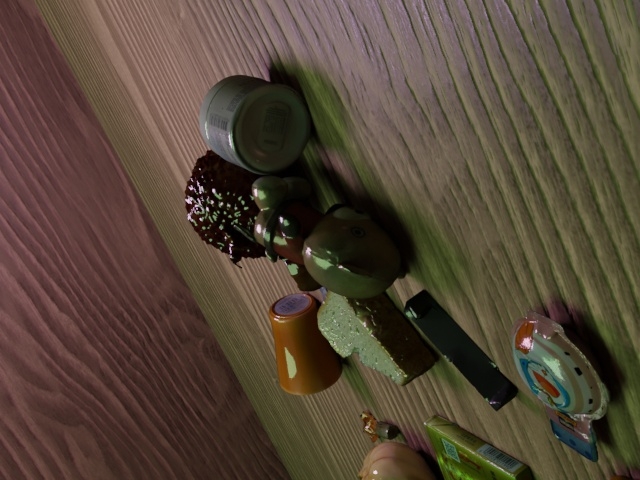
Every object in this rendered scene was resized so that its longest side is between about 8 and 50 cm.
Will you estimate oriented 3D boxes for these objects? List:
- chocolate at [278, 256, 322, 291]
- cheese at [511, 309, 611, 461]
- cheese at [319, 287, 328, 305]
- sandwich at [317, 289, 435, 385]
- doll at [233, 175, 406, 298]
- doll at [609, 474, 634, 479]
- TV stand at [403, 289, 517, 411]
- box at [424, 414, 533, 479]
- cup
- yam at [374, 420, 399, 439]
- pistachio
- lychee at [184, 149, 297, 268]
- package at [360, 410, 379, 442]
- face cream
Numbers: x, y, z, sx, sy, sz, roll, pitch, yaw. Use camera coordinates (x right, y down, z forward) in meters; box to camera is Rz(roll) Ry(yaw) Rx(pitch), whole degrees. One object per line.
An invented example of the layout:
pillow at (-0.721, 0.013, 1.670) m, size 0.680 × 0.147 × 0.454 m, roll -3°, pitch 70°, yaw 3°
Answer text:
chocolate at (-0.029, 0.055, 1.813) m, size 0.127 × 0.124 × 0.133 m, roll 17°, pitch 158°, yaw 39°
cheese at (0.363, 0.220, 1.175) m, size 0.189 × 0.074 × 0.285 m, roll 33°, pitch 150°, yaw 53°
cheese at (0.029, 0.165, 1.951) m, size 0.105 × 0.042 × 0.190 m, roll 18°, pitch 134°, yaw 59°
sandwich at (0.115, 0.214, 1.730) m, size 0.288 × 0.100 × 0.254 m, roll 50°, pitch 153°, yaw 20°
doll at (0.000, 0.000, 1.494) m, size 0.330 × 0.174 × 0.235 m, roll 28°, pitch -170°, yaw 26°
doll at (0.461, 0.437, 1.148) m, size 0.167 × 0.162 × 0.269 m, roll 41°, pitch 170°, yaw 3°
TV stand at (0.255, 0.200, 1.445) m, size 0.256 × 0.049 × 0.040 m, roll 49°, pitch 158°, yaw 26°
box at (0.348, 0.498, 1.669) m, size 0.311 × 0.043 × 0.172 m, roll 15°, pitch 131°, yaw 62°
cup at (-0.049, 0.275, 2.167) m, size 0.226 × 0.183 × 0.263 m, roll -91°, pitch -11°, yaw -63°
yam at (0.178, 0.516, 2.124) m, size 0.043 × 0.043 × 0.094 m, roll 61°, pitch 161°, yaw -8°
pistachio at (0.203, 0.655, 2.015) m, size 0.238 × 0.229 × 0.321 m, roll 3°, pitch 141°, yaw 26°
lychee at (-0.168, -0.081, 1.714) m, size 0.264 × 0.264 × 0.300 m, roll 90°, pitch -178°, yaw -57°
package at (0.143, 0.542, 2.260) m, size 0.077 × 0.033 × 0.110 m, roll 58°, pitch 159°, yaw 30°
face cream at (-0.128, -0.228, 1.533) m, size 0.153 × 0.177 × 0.177 m, roll 28°, pitch 145°, yaw 52°
